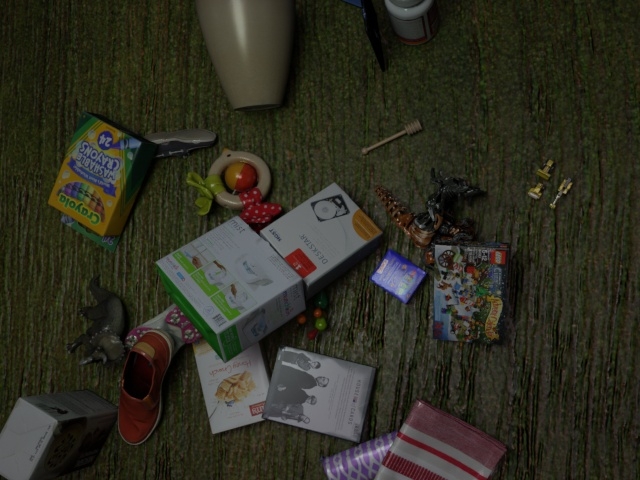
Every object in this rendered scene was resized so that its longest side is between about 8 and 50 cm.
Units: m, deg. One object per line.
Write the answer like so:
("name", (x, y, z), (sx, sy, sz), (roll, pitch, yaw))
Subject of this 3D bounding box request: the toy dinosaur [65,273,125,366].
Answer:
("toy dinosaur", (-0.557, 0.220, 1.751), (0.160, 0.121, 0.313), (-21, 42, 21))

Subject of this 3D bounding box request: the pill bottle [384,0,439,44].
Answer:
("pill bottle", (0.218, -0.570, 1.635), (0.121, 0.221, 0.121), (-2, 80, 14))

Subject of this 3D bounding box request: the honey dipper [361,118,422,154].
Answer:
("honey dipper", (0.175, -0.253, 1.694), (0.161, 0.030, 0.030), (-26, 75, 11))

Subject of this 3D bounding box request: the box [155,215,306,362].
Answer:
("box", (-0.202, 0.100, 1.544), (0.231, 0.126, 0.262), (-33, 54, -24))

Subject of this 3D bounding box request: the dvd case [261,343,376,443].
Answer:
("dvd case", (-0.003, 0.360, 1.608), (0.239, 0.029, 0.179), (13, 79, 7))

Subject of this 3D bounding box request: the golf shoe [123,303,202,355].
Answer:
("golf shoe", (-0.367, 0.219, 1.716), (0.306, 0.140, 0.115), (-27, 101, 29))

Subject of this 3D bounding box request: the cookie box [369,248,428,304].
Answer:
("cookie box", (0.187, 0.086, 1.624), (0.107, 0.040, 0.092), (35, 90, 17))

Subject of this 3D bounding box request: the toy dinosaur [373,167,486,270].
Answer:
("toy dinosaur", (0.272, -0.043, 1.578), (0.322, 0.164, 0.218), (26, 104, -4))

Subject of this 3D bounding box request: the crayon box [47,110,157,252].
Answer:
("crayon box", (-0.589, -0.152, 1.806), (0.203, 0.083, 0.323), (28, 101, 17))

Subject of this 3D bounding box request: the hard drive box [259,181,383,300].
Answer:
("hard drive box", (0.000, 0.000, 1.613), (0.232, 0.089, 0.181), (-36, 71, -22))

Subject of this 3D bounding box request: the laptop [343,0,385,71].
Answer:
("laptop", (0.058, -0.566, 1.669), (0.137, 0.234, 0.264), (-10, 78, 13))

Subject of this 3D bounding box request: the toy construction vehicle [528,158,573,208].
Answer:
("toy construction vehicle", (0.535, -0.132, 1.577), (0.086, 0.035, 0.098), (36, 90, 17))

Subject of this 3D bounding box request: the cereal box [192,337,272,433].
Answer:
("cereal box", (-0.209, 0.337, 1.677), (0.173, 0.047, 0.240), (-18, 76, 9))

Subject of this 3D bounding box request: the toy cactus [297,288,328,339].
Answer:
("toy cactus", (-0.027, 0.116, 1.657), (0.180, 0.112, 0.219), (-33, 71, -13))

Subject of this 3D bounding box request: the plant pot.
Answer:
("plant pot", (-0.173, -0.474, 1.726), (0.257, 0.256, 0.274), (-6, 95, 13))

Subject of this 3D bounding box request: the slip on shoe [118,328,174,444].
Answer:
("slip on shoe", (-0.445, 0.369, 1.661), (0.123, 0.101, 0.331), (26, 115, 14))

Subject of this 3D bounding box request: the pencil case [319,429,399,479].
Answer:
("pencil case", (0.107, 0.501, 1.549), (0.206, 0.088, 0.086), (-22, 85, 10))

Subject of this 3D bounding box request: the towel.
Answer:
("towel", (0.235, 0.540, 1.486), (0.237, 0.037, 0.329), (29, 89, -9))

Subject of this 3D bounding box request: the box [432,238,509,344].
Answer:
("box", (0.335, 0.115, 1.527), (0.159, 0.044, 0.233), (3, 109, 15))

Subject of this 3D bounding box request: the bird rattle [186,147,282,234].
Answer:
("bird rattle", (-0.208, -0.136, 1.724), (0.254, 0.143, 0.207), (17, 69, 13))

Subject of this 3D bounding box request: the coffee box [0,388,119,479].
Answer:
("coffee box", (-0.629, 0.465, 1.632), (0.119, 0.297, 0.168), (26, 87, 14))

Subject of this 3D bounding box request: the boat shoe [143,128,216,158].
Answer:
("boat shoe", (-0.375, -0.255, 1.828), (0.206, 0.075, 0.065), (-3, 123, 8))
